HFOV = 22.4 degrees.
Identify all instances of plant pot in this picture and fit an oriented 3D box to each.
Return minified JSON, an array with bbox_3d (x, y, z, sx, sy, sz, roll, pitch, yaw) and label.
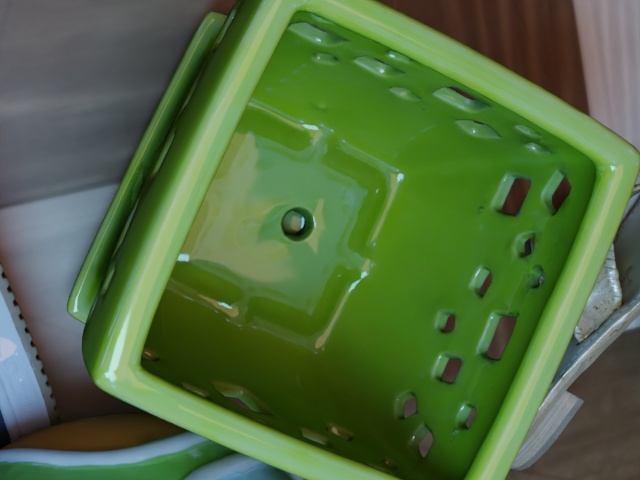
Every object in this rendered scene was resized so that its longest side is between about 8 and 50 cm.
[{"bbox_3d":[0.000,0.000,0.883,0.228,0.207,0.227,25,88,-19],"label":"plant pot"}]

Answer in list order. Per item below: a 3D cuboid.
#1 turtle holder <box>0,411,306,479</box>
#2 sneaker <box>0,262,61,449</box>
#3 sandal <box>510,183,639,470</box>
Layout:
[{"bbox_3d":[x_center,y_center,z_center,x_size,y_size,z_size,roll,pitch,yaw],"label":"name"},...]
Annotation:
[{"bbox_3d":[-0.074,0.235,0.855,0.320,0.243,0.227,42,44,9],"label":"turtle holder"},{"bbox_3d":[-0.256,0.010,0.855,0.153,0.099,0.282,-25,107,-16],"label":"sneaker"},{"bbox_3d":[0.154,0.024,1.004,0.079,0.088,0.240,32,92,-17],"label":"sandal"}]
